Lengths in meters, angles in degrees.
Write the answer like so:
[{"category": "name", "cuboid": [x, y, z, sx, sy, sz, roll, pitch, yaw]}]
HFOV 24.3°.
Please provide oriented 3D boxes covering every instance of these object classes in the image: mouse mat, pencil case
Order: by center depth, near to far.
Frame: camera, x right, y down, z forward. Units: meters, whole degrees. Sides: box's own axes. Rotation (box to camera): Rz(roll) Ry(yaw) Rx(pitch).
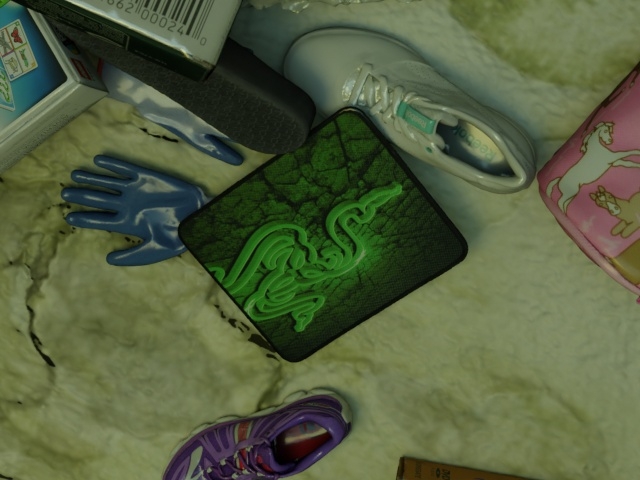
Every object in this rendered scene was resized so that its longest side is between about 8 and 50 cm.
[{"category": "pencil case", "cuboid": [0.336, -0.117, 1.056, 0.167, 0.160, 0.386, 41, 100, -11]}, {"category": "mouse mat", "cuboid": [0.000, 0.000, 1.150, 0.190, 0.007, 0.152, -34, 105, 25]}]

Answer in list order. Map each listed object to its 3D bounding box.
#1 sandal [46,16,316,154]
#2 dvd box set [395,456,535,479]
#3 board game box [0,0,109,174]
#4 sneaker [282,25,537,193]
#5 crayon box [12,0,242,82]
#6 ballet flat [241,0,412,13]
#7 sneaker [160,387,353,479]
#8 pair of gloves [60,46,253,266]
[{"category": "sandal", "cuboid": [-0.108, -0.150, 1.060, 0.097, 0.054, 0.254, -15, 138, 45]}, {"category": "dvd box set", "cuboid": [0.245, 0.359, 1.195, 0.420, 0.062, 0.307, 10, 101, 4]}, {"category": "board game box", "cuboid": [-0.312, -0.180, 1.109, 0.193, 0.053, 0.305, -34, 77, 13]}, {"category": "sneaker", "cuboid": [0.069, -0.098, 1.116, 0.212, 0.094, 0.080, 25, 102, 1]}, {"category": "crayon box", "cuboid": [-0.101, -0.285, 0.940, 0.202, 0.081, 0.318, 24, 85, -8]}, {"category": "ballet flat", "cuboid": [-0.053, -0.236, 1.084, 0.409, 0.147, 0.147, -5, 99, 7]}, {"category": "sneaker", "cuboid": [-0.055, 0.170, 1.185, 0.170, 0.071, 0.068, -29, 96, 10]}, {"category": "pair of gloves", "cuboid": [-0.117, -0.066, 1.174, 0.159, 0.023, 0.198, 15, 105, 1]}]
